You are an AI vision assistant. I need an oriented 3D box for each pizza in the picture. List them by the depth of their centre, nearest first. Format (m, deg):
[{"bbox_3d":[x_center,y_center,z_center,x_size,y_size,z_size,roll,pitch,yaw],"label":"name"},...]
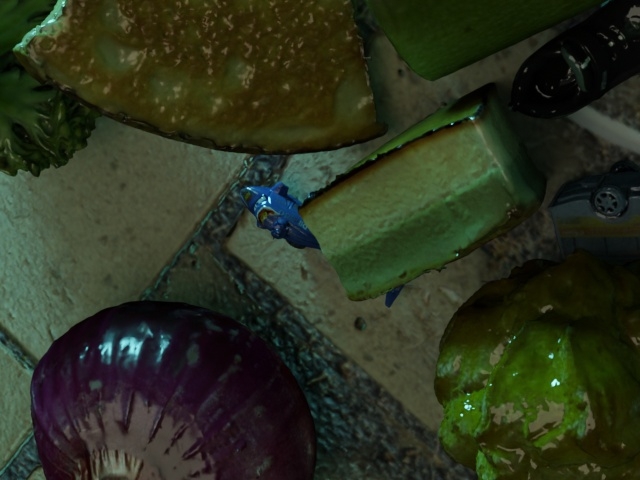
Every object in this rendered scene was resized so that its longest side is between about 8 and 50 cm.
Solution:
[{"bbox_3d":[-0.085,-0.188,1.579,0.323,0.089,0.223,11,105,-14],"label":"pizza"}]

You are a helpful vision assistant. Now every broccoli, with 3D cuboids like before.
[{"bbox_3d":[-0.264,-0.172,1.640,0.180,0.273,0.242,-9,107,-6],"label":"broccoli"}]

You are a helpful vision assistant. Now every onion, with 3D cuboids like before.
[{"bbox_3d":[-0.131,0.172,1.695,0.256,0.272,0.230,-3,105,-12],"label":"onion"}]

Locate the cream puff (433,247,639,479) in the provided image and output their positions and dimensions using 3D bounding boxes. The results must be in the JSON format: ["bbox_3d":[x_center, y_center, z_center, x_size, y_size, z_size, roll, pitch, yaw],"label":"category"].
[{"bbox_3d":[0.209,0.111,1.508,0.244,0.244,0.196,27,143,14],"label":"cream puff"}]

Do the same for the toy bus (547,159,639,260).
[{"bbox_3d":[0.283,-0.023,1.523,0.190,0.064,0.075,-2,113,25],"label":"toy bus"}]

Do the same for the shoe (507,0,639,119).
[{"bbox_3d":[0.214,-0.143,1.490,0.169,0.099,0.071,-33,90,30],"label":"shoe"}]

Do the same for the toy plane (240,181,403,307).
[{"bbox_3d":[0.000,0.000,1.667,0.167,0.062,0.054,30,118,1],"label":"toy plane"}]

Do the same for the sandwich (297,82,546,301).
[{"bbox_3d":[0.118,-0.057,1.516,0.220,0.186,0.108,-28,96,47],"label":"sandwich"}]

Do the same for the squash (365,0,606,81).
[{"bbox_3d":[0.168,-0.286,1.443,0.309,0.210,0.234,-26,97,15],"label":"squash"}]
